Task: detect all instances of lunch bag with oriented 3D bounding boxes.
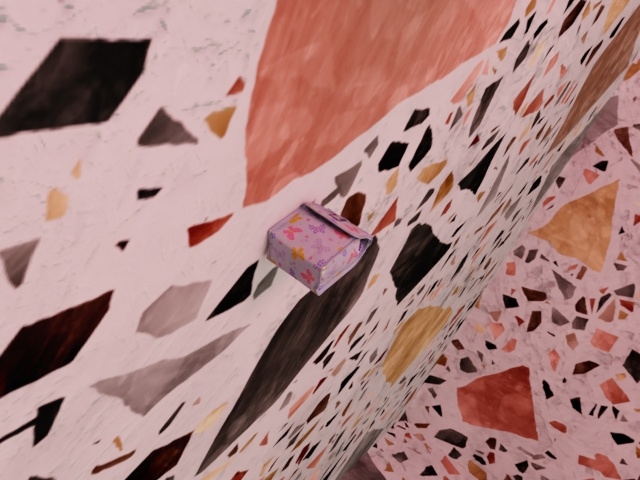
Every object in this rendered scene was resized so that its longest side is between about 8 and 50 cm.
[{"bbox_3d":[0.000,0.000,0.697,0.083,0.071,0.053,-36,150,-37],"label":"lunch bag"}]
